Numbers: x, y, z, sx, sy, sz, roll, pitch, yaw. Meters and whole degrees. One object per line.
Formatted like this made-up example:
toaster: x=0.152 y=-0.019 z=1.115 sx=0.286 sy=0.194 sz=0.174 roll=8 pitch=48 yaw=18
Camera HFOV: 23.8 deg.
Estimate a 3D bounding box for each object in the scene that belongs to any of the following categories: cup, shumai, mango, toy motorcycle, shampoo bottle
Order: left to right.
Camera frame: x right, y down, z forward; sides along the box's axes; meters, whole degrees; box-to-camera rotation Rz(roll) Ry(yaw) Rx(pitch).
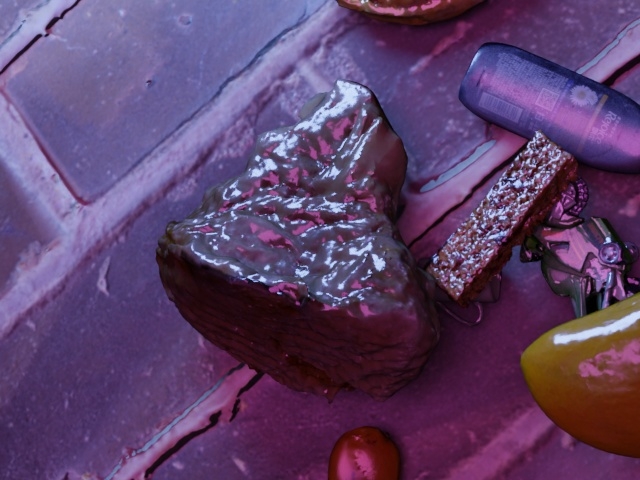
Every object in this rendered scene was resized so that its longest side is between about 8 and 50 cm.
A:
shumai: x=0.002 y=-0.002 z=1.635 sx=0.346 sy=0.217 sz=0.283 roll=9 pitch=56 yaw=33
mango: x=0.045 y=0.257 z=1.636 sx=0.080 sy=0.060 sz=0.114 roll=14 pitch=87 yaw=2
cup: x=0.150 y=0.050 z=1.632 sx=0.083 sy=0.054 sz=0.074 roll=-4 pitch=113 yaw=20
shampoo bottle: x=0.263 y=-0.135 z=1.611 sx=0.234 sy=0.049 sz=0.087 roll=26 pitch=94 yaw=18
toy motorcycle: x=0.271 y=0.023 z=1.585 sx=0.106 sy=0.074 sz=0.190 roll=-35 pitch=76 yaw=21
mango: x=0.377 y=0.123 z=1.493 sx=0.332 sy=0.142 sz=0.195 roll=-24 pitch=100 yaw=12

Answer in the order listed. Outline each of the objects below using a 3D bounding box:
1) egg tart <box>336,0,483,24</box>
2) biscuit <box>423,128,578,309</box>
egg tart: x=0.095 y=-0.377 z=1.659 sx=0.291 sy=0.107 sz=0.290 roll=-2 pitch=84 yaw=16
biscuit: x=0.188 y=-0.021 z=1.579 sx=0.199 sy=0.034 sz=0.064 roll=-51 pitch=54 yaw=3
